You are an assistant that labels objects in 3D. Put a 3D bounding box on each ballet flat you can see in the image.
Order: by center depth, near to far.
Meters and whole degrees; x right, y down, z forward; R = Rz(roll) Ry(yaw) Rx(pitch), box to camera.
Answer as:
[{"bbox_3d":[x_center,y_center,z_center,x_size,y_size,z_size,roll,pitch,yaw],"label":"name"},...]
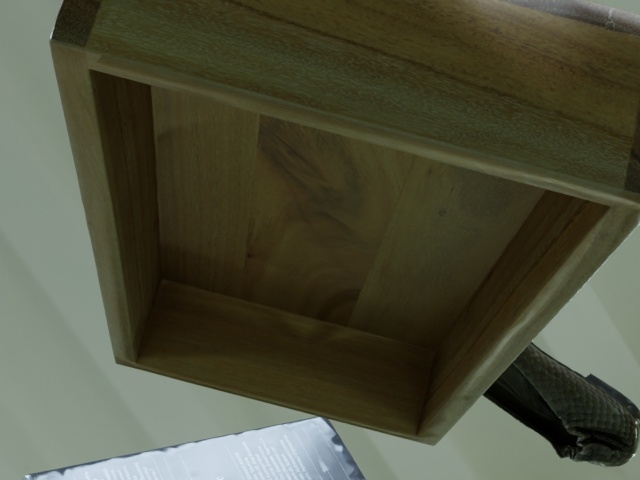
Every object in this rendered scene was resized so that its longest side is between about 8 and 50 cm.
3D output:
[{"bbox_3d":[0.131,0.098,1.000,0.250,0.084,0.058,33,-121,12],"label":"ballet flat"}]

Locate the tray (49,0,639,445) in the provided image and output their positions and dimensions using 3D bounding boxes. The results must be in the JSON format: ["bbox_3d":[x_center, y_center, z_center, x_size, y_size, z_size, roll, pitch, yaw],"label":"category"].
[{"bbox_3d":[0.000,0.000,0.614,0.202,0.411,0.076,15,-111,0],"label":"tray"}]

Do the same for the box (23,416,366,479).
[{"bbox_3d":[-0.117,0.379,1.283,0.312,0.179,0.343,-8,-55,-22],"label":"box"}]
